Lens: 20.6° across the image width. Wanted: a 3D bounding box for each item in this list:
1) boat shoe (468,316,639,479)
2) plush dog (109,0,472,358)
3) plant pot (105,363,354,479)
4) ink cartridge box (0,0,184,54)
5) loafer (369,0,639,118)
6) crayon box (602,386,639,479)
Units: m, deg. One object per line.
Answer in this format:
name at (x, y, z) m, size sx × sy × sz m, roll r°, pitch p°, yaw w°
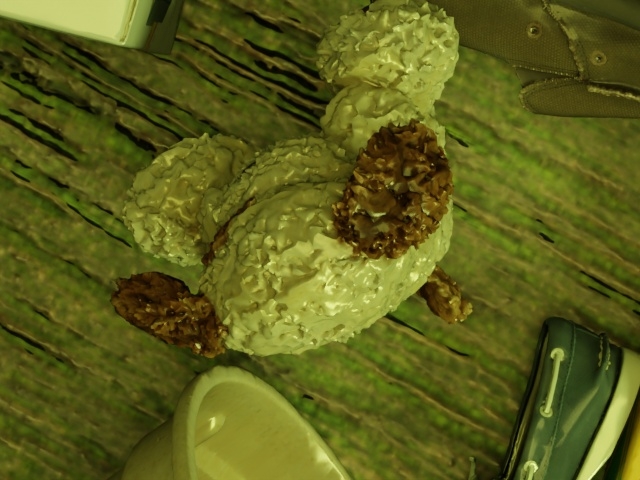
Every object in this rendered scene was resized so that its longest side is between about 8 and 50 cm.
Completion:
boat shoe at (0.132, 0.175, 1.186) m, size 0.079 × 0.095 × 0.254 m, roll 25°, pitch 92°, yaw -1°
plush dog at (0.000, 0.000, 1.091) m, size 0.262 × 0.225 × 0.211 m, roll -34°, pitch 95°, yaw 23°
plant pot at (-0.117, 0.295, 1.112) m, size 0.305 × 0.334 × 0.334 m, roll -29°, pitch 92°, yaw 14°
ink cartridge box at (-0.171, -0.180, 1.117) m, size 0.154 × 0.212 × 0.093 m, roll 14°, pitch 93°, yaw 1°
loafer at (0.192, -0.142, 1.163) m, size 0.366 × 0.134 × 0.130 m, roll 26°, pitch 134°, yaw 8°
crayon box at (0.300, 0.166, 1.187) m, size 0.203 × 0.083 × 0.323 m, roll 17°, pitch 94°, yaw 1°
